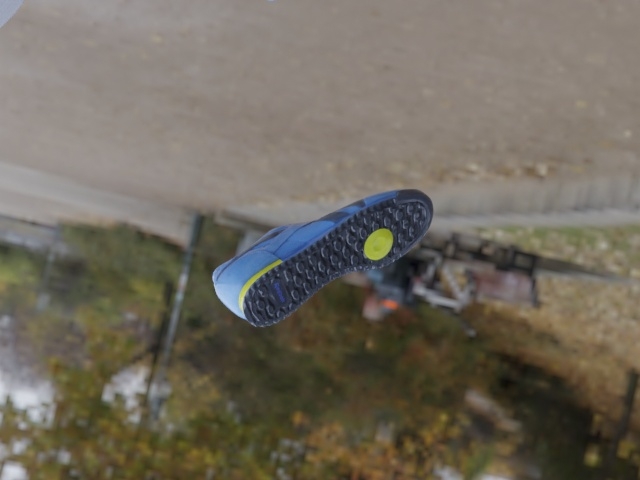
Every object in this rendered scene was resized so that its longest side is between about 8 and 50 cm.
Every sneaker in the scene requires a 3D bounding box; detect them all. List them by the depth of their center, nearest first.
[{"bbox_3d":[0.000,0.000,1.416,0.209,0.069,0.082,-28,-144,-16],"label":"sneaker"}]

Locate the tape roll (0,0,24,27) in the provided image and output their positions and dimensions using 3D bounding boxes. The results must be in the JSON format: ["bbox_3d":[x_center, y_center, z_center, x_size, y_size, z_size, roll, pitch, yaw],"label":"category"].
[{"bbox_3d":[-0.365,-0.279,1.433,0.219,0.219,0.072,14,-173,-27],"label":"tape roll"}]
